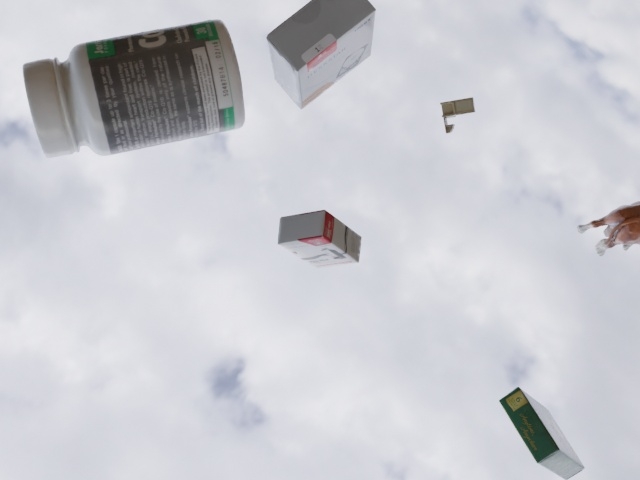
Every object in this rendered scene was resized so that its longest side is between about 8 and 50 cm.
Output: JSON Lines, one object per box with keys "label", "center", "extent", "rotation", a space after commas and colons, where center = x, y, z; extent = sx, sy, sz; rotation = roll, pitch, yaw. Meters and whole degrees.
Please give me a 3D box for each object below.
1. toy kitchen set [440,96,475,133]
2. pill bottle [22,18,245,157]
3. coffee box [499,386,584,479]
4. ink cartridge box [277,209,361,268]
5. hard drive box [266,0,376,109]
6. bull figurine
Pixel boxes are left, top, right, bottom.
{"label": "toy kitchen set", "center": [0.313, -0.278, 2.108], "extent": [0.083, 0.075, 0.068], "rotation": [-20, -78, -72]}
{"label": "pill bottle", "center": [-0.329, -0.265, 1.689], "extent": [0.361, 0.204, 0.204], "rotation": [-13, -119, -10]}
{"label": "coffee box", "center": [0.334, 0.292, 1.418], "extent": [0.184, 0.040, 0.113], "rotation": [37, -160, -58]}
{"label": "ink cartridge box", "center": [0.000, 0.000, 1.721], "extent": [0.135, 0.099, 0.056], "rotation": [34, -126, -50]}
{"label": "hard drive box", "center": [0.002, -0.358, 1.734], "extent": [0.181, 0.232, 0.089], "rotation": [-39, -98, -4]}
{"label": "bull figurine", "center": [0.742, -0.034, 2.157], "extent": [0.310, 0.188, 0.101], "rotation": [0, -109, -37]}
